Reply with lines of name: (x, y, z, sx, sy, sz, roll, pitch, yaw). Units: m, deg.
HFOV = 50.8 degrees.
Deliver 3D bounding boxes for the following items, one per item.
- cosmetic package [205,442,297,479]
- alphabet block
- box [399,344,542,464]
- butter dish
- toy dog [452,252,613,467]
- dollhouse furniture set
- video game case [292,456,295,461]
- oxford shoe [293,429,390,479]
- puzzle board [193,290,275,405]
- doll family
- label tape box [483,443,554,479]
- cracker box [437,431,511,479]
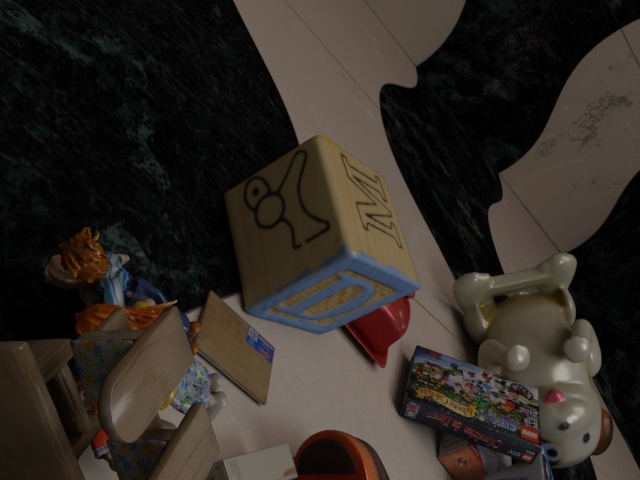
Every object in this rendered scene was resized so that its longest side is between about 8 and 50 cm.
cosmetic package: (-0.082, 0.249, 0.712, 0.115, 0.060, 0.041, 10, 56, -57)
alphabet block: (0.000, 0.000, 0.976, 0.193, 0.192, 0.197, 28, 42, -52)
box: (0.263, 0.280, 1.175, 0.233, 0.044, 0.159, 19, 28, 5)
butter dish: (0.106, 0.103, 1.142, 0.160, 0.118, 0.160, 50, 27, -19)
toy dog: (0.469, 0.298, 1.497, 0.395, 0.285, 0.407, 88, -6, -51)
dollhouse furniture set: (-0.189, 0.181, 0.422, 0.161, 0.212, 0.242, -60, 142, -61)
video game case: (0.001, 0.334, 0.828, 0.166, 0.015, 0.119, 33, 36, -44)
oxford shoe: (0.065, 0.395, 0.737, 0.133, 0.130, 0.363, 32, 45, -54)
puzzle board: (-0.106, 0.135, 0.844, 0.128, 0.011, 0.096, 47, 27, -27)
doll family: (-0.166, 0.072, 0.598, 0.163, 0.118, 0.263, 48, 7, -39)
label tape box: (0.344, 0.517, 1.095, 0.347, 0.115, 0.249, -64, 137, -63)
cracker box: (0.295, 0.369, 1.272, 0.155, 0.067, 0.232, 52, 27, -16)
